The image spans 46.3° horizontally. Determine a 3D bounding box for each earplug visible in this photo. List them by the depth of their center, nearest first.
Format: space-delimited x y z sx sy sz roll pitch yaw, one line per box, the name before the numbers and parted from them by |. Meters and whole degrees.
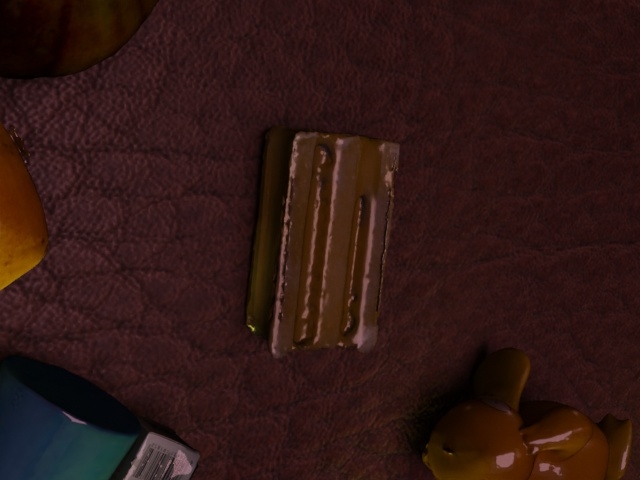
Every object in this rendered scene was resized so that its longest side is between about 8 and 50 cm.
earplug | -0.280 0.250 0.638 0.132 0.132 0.273 33 84 -30

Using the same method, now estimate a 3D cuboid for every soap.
soap | 0.001 0.000 0.791 0.135 0.076 0.233 1 98 -31

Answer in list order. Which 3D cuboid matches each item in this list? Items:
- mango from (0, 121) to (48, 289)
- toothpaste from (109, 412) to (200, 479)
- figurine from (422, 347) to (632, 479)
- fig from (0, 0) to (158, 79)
mango | -0.324 -0.060 0.536 0.257 0.187 0.138 57 32 -16
toothpaste | -0.227 0.330 0.691 0.067 0.081 0.336 34 77 -29
figurine | 0.248 0.255 0.917 0.228 0.215 0.215 41 76 -15
fig | -0.221 -0.240 0.555 0.235 0.214 0.235 -7 120 -12
